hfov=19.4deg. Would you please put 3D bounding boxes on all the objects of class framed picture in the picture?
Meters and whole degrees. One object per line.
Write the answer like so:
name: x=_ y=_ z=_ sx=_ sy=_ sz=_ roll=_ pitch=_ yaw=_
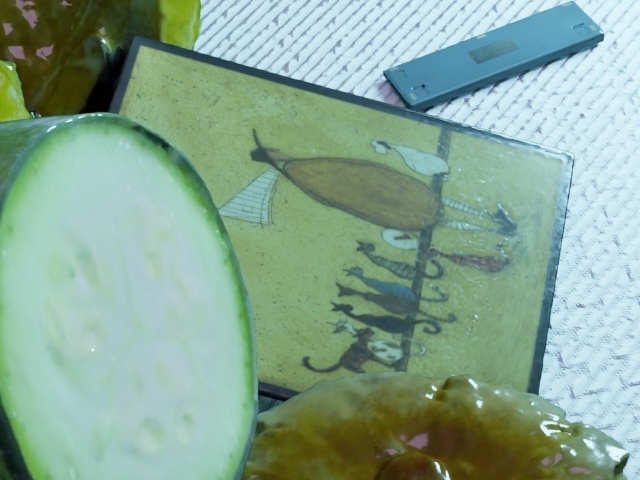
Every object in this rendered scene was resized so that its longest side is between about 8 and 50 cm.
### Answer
framed picture: x=0.000 y=0.000 z=1.303 sx=0.338 sy=0.014 sz=0.255 roll=15 pitch=58 yaw=-2

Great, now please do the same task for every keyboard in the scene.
keyboard: x=0.141 y=-0.150 z=1.524 sx=0.176 sy=0.014 sz=0.055 roll=-21 pitch=46 yaw=-12

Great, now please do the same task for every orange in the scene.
orange: x=-0.251 y=-0.210 z=1.478 sx=0.368 sy=0.271 sz=0.210 roll=29 pitch=15 yaw=12

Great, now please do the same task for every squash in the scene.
squash: x=-0.265 y=0.073 z=1.124 sx=0.384 sy=0.263 sz=0.263 roll=-8 pitch=41 yaw=30

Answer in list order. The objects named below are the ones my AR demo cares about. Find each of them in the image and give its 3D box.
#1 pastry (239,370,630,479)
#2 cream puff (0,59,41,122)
pastry: x=0.048 y=0.210 z=1.103 sx=0.329 sy=0.136 sz=0.330 roll=-8 pitch=42 yaw=7
cream puff: x=-0.317 y=-0.064 z=1.337 sx=0.282 sy=0.282 sz=0.185 roll=1 pitch=53 yaw=9
